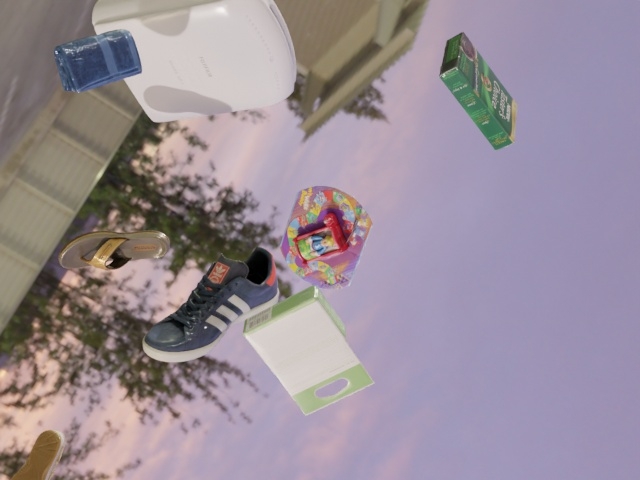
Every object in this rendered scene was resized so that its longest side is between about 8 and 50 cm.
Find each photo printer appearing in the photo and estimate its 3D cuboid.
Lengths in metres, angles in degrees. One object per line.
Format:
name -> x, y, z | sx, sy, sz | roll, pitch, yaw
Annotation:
photo printer -> -0.203, -0.335, 1.370 | 0.307, 0.256, 0.107 | -5, -128, 16

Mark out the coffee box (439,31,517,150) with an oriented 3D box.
coffee box -> 0.275, -0.256, 1.345 | 0.040, 0.184, 0.113 | -22, -145, 36

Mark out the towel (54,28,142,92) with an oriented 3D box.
towel -> -0.300, -0.245, 1.064 | 0.029, 0.067, 0.119 | 6, -153, 42

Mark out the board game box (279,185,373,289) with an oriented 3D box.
board game box -> 0.000, 0.000, 1.215 | 0.033, 0.133, 0.169 | -35, 148, -62

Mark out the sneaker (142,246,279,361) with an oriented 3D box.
sneaker -> -0.219, 0.114, 1.584 | 0.350, 0.131, 0.148 | -32, 137, -47

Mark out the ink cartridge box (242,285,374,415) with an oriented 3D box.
ink cartridge box -> -0.021, 0.221, 1.561 | 0.171, 0.235, 0.056 | -28, -156, 14

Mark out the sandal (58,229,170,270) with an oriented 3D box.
sandal -> -0.336, 0.022, 1.279 | 0.072, 0.180, 0.049 | 98, -17, -47

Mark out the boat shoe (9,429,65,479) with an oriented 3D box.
boat shoe -> -0.515, 0.423, 1.425 | 0.170, 0.063, 0.059 | -58, 173, -5
